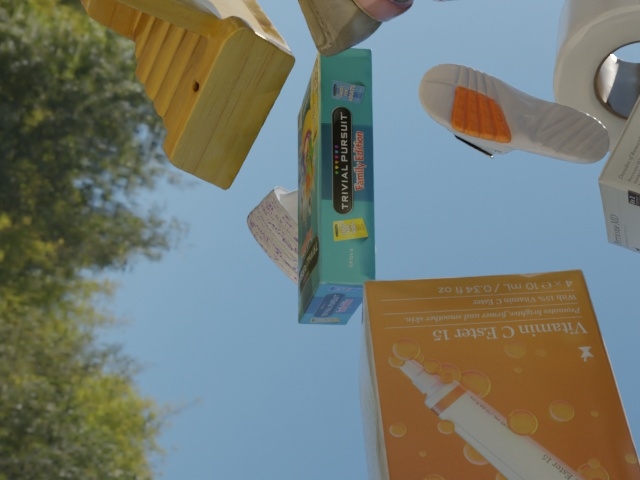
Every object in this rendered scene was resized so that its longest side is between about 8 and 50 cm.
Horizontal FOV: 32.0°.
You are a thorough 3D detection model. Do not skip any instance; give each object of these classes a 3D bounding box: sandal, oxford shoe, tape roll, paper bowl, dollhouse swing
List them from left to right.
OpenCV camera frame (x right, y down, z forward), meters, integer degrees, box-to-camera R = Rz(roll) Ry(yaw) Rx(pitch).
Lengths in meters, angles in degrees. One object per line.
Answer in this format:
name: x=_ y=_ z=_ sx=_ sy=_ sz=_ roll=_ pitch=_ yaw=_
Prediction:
dollhouse swing: x=-0.256 y=-0.278 z=1.402 sx=0.347 sy=0.304 sz=0.315 roll=57 pitch=-48 yaw=32
oxford shoe: x=-0.037 y=-0.412 z=1.366 sx=0.146 sy=0.140 sz=0.397 roll=-35 pitch=-109 yaw=35
paper bowl: x=0.000 y=0.000 z=2.248 sx=0.148 sy=0.284 sz=0.284 roll=-45 pitch=-147 yaw=9
sandal: x=0.253 y=-0.150 z=1.505 sx=0.076 sy=0.265 sz=0.102 roll=97 pitch=16 yaw=-65
tape roll: x=0.459 y=-0.266 z=1.596 sx=0.246 sy=0.246 sz=0.169 roll=-52 pitch=-167 yaw=39

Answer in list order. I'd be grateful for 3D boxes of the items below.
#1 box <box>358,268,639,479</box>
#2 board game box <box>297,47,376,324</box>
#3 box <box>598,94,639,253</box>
box: x=0.155 y=0.211 z=0.995 sx=0.168 sy=0.214 sz=0.345 roll=90 pitch=-5 yaw=-48
board game box: x=0.017 y=-0.069 z=1.598 sx=0.254 sy=0.079 sz=0.336 roll=115 pitch=-24 yaw=-72
box: x=0.456 y=-0.089 z=1.451 sx=0.119 sy=0.181 sz=0.182 roll=22 pitch=-107 yaw=27
